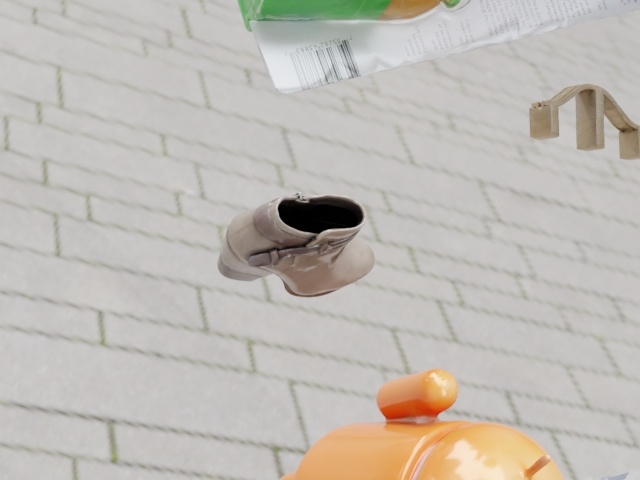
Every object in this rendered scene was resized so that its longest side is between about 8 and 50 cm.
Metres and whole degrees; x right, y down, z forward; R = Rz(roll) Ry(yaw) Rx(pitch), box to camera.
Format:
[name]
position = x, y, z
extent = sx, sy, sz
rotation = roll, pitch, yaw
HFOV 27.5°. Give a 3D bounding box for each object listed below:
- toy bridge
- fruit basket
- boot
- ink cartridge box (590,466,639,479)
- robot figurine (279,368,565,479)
[toy bridge]
position = 0.266, -0.120, 1.284
extent = 0.026, 0.063, 0.188
rotation = -7, -8, 42
[fruit basket]
position = 0.076, -0.311, 1.129
extent = 0.353, 0.165, 0.327
rotation = -16, 84, -20
[boot]
position = 0.000, 0.000, 0.732
extent = 0.118, 0.087, 0.042
rotation = -5, 72, -33
[ink cartridge box]
position = 0.271, 0.291, 1.165
extent = 0.093, 0.212, 0.154
rotation = -12, 81, -57
[robot figurine]
position = 0.065, 0.173, 0.816
extent = 0.128, 0.219, 0.158
rotation = 41, 59, -29
